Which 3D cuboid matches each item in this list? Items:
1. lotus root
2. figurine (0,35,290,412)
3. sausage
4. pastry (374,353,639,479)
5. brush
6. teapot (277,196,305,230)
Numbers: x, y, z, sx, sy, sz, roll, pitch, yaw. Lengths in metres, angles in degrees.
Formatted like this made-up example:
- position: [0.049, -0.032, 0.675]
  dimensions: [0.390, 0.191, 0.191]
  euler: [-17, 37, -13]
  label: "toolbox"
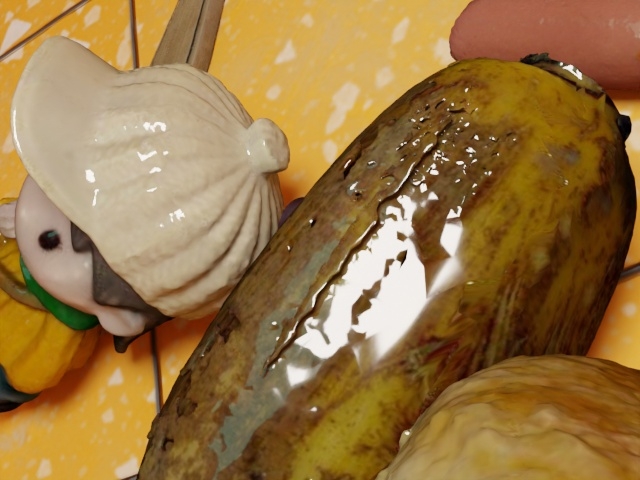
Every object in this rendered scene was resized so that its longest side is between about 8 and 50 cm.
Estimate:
- position: [0.027, 0.079, 0.571]
  dimensions: [0.179, 0.196, 0.397]
  euler: [34, 85, 12]
  label: "lotus root"
- position: [-0.156, 0.008, 0.789]
  dimensions: [0.332, 0.204, 0.185]
  euler: [-51, 42, 45]
  label: "figurine"
- position: [0.152, -0.125, 0.666]
  dimensions: [0.154, 0.062, 0.062]
  euler: [10, 74, 40]
  label: "sausage"
- position: [0.153, 0.150, 0.364]
  dimensions: [0.329, 0.329, 0.136]
  euler: [39, 108, 42]
  label: "pastry"
- position: [-0.095, -0.269, 0.929]
  dimensions: [0.070, 0.065, 0.327]
  euler: [5, 72, 36]
  label: "brush"
- position: [0.000, 0.000, 0.717]
  dimensions: [0.045, 0.068, 0.100]
  euler: [-5, 29, 38]
  label: "teapot"
